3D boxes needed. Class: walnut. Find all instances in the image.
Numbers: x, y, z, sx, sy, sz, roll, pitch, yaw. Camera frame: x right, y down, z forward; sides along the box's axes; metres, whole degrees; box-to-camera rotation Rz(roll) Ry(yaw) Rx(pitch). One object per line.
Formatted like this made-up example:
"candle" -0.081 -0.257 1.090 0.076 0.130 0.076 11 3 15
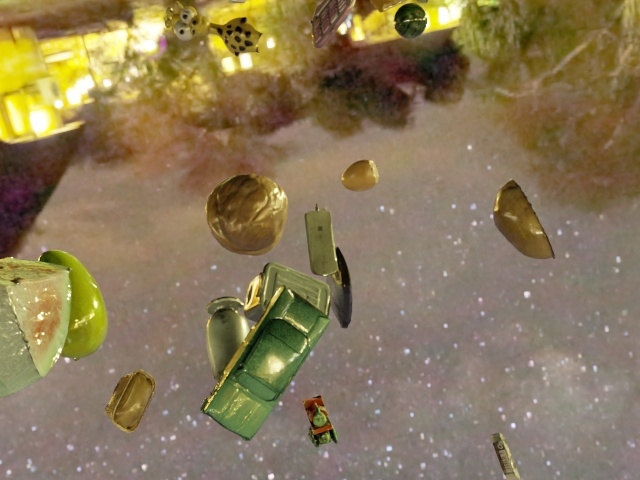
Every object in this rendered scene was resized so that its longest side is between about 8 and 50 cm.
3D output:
"walnut" -0.242 -0.085 2.434 0.285 0.285 0.296 -22 -179 -31

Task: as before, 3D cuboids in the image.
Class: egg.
"egg" 0.102 -0.164 1.872 0.096 0.080 0.080 -22 -168 20

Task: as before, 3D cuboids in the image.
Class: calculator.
"calculator" 0.040 -0.669 2.142 0.194 0.043 0.294 -44 -153 30

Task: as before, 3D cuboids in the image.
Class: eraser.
"eraser" 0.370 0.433 1.462 0.027 0.099 0.019 -29 164 38

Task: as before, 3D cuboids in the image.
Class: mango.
"mango" -0.587 0.154 1.729 0.149 0.185 0.273 -22 -126 -5

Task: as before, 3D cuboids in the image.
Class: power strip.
"power strip" 0.000 0.000 2.175 0.080 0.227 0.029 -2 167 -20

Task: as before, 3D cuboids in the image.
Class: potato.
"potato" 0.526 -0.056 1.977 0.100 0.261 0.120 -26 150 8

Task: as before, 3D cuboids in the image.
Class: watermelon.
"watermelon" 0.256 -0.626 2.098 0.109 0.109 0.109 -12 -164 3
"watermelon" -0.661 0.146 1.476 0.228 0.258 0.387 -4 -133 13

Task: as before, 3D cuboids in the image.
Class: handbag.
"handbag" 0.069 0.177 2.656 0.075 0.332 0.192 -13 -123 -10

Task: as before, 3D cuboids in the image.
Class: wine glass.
"wine glass" -0.230 0.245 1.817 0.111 0.111 0.204 -12 -123 3

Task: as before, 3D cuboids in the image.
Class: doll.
"doll" -0.311 -0.612 2.115 0.291 0.117 0.086 16 -158 -1

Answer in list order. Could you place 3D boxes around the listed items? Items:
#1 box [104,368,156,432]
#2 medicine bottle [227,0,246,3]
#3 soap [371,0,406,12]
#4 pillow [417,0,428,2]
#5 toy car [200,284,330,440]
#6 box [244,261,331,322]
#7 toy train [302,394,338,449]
"box" -0.551 0.465 2.126 0.111 0.111 0.177 -1 -125 35
"medicine bottle" -0.229 -0.695 1.998 0.052 0.089 0.052 1 -162 0
"soap" 0.252 -0.868 2.351 0.324 0.204 0.096 -36 -173 -39
"pillow" 0.224 -0.771 1.784 0.076 0.281 0.274 -30 164 -29
"toy car" -0.116 0.259 1.553 0.321 0.141 0.097 -56 -166 -12
"box" -0.104 0.182 2.152 0.243 0.163 0.135 22 148 -27
"toy train" -0.004 0.473 1.906 0.074 0.118 0.176 -17 177 -5
